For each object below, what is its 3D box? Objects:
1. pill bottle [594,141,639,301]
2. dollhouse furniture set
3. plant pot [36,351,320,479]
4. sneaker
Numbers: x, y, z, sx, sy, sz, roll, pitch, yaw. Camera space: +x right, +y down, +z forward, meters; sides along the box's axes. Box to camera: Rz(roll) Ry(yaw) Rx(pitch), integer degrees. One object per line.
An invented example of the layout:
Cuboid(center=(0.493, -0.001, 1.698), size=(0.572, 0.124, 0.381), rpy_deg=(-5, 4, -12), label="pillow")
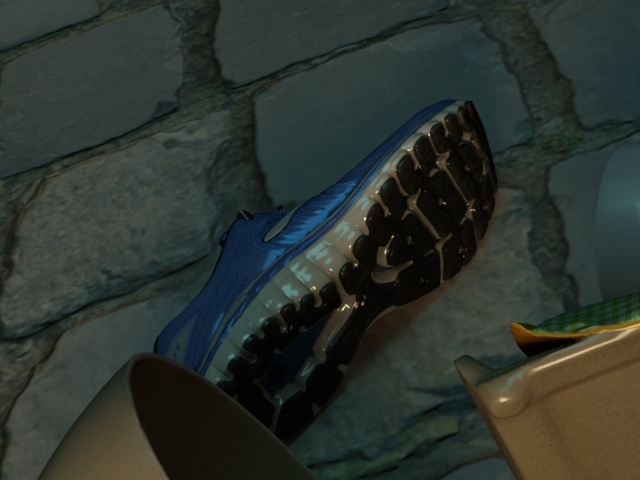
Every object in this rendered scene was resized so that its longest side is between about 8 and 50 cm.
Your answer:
Cuboid(center=(0.327, -0.002, 0.907), size=(0.301, 0.169, 0.169), rpy_deg=(0, 43, 31), label="pill bottle")
Cuboid(center=(0.195, 0.086, 0.761), size=(0.197, 0.301, 0.151), rpy_deg=(-22, 38, 10), label="dollhouse furniture set")
Cuboid(center=(-0.070, 0.228, 0.802), size=(0.191, 0.284, 0.284), rpy_deg=(-43, 36, 5), label="plant pot")
Cuboid(center=(0.000, 0.000, 1.141), size=(0.330, 0.130, 0.147), rpy_deg=(-43, 41, -21), label="sneaker")
